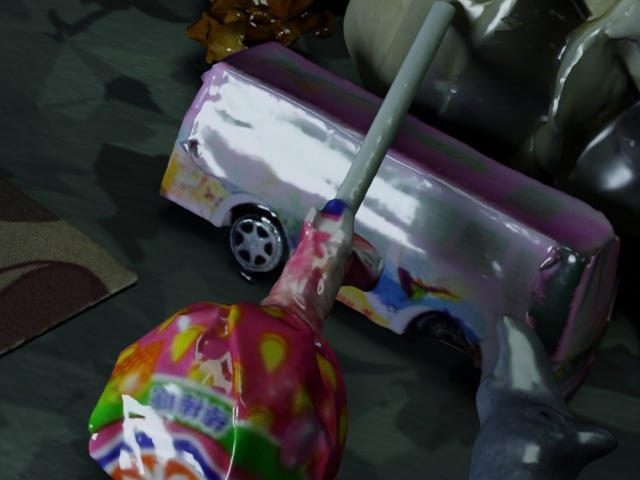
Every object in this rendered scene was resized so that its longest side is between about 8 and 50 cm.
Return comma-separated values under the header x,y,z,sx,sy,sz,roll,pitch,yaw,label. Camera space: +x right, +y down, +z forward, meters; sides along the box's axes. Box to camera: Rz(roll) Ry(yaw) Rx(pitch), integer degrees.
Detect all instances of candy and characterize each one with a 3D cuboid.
x,y,z,sx,sy,sz,roll,pitch,yaw,label
0.000,0.000,0.985,0.124,0.124,0.365,22,55,7,candy

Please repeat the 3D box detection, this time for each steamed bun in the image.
x,y,z,sx,sy,sz,roll,pitch,yaw,label
0.162,-0.115,1.168,0.275,0.320,0.206,45,49,-20,steamed bun

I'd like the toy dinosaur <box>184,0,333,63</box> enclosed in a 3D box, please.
x,y,z,sx,sy,sz,roll,pitch,yaw,label
-0.010,-0.228,1.401,0.208,0.097,0.432,-2,32,-3,toy dinosaur

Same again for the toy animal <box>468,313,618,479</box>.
x,y,z,sx,sy,sz,roll,pitch,yaw,label
0.061,0.182,0.683,0.206,0.081,0.367,39,43,9,toy animal

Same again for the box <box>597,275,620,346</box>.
x,y,z,sx,sy,sz,roll,pitch,yaw,label
0.140,0.029,1.162,0.083,0.024,0.053,20,34,7,box

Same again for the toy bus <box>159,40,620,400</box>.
x,y,z,sx,sy,sz,roll,pitch,yaw,label
0.042,-0.010,1.106,0.274,0.112,0.090,29,29,18,toy bus

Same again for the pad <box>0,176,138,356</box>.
x,y,z,sx,sy,sz,roll,pitch,yaw,label
-0.282,0.022,1.011,0.220,0.004,0.330,33,38,22,pad
